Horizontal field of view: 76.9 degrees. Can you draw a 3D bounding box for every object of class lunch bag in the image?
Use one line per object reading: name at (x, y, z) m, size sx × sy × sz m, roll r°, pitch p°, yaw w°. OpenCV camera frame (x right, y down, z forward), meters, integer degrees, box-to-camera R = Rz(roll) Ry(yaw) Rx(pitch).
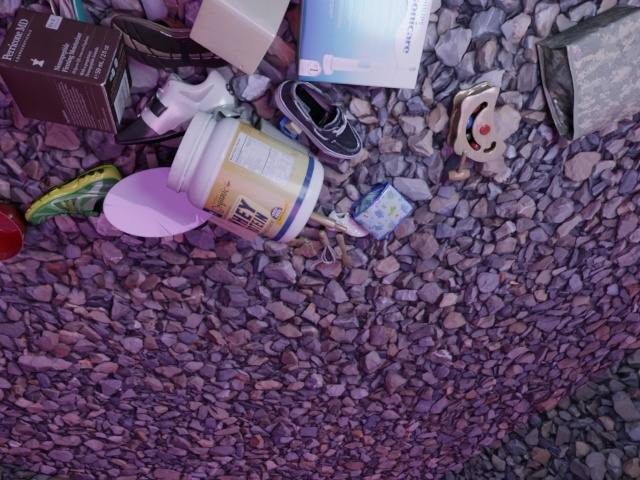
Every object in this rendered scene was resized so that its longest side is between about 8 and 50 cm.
lunch bag at (0.193, -0.098, 1.258) m, size 0.129 × 0.096 × 0.151 m, roll 38°, pitch 120°, yaw -26°
lunch bag at (0.746, -0.437, 1.080) m, size 0.235 × 0.169 × 0.287 m, roll -24°, pitch 118°, yaw 7°

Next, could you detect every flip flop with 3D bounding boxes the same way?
flip flop at (-0.340, -0.476, 0.952) m, size 0.277 × 0.080 × 0.112 m, roll -1°, pitch 149°, yaw -12°

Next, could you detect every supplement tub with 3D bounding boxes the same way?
supplement tub at (-0.176, -0.149, 0.963) m, size 0.316 × 0.228 × 0.228 m, roll 23°, pitch 116°, yaw -16°

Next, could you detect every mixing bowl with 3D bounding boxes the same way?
mixing bowl at (-0.914, -0.043, 1.133) m, size 0.181 × 0.098 × 0.181 m, roll -3°, pitch 123°, yaw -5°

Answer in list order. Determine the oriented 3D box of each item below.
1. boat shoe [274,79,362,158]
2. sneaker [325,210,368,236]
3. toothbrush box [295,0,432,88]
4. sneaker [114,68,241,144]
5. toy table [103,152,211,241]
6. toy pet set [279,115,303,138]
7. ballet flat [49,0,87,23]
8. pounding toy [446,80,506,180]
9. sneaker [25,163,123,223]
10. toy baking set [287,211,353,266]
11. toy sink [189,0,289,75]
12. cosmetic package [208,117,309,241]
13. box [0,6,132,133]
boat shoe at (0.021, -0.312, 1.059) m, size 0.301 × 0.102 × 0.108 m, roll 35°, pitch 79°, yaw -36°
sneaker at (0.092, -0.053, 1.297) m, size 0.152 × 0.054 × 0.061 m, roll 12°, pitch 117°, yaw -15°
toothbrush box at (0.095, -0.497, 0.973) m, size 0.295 × 0.126 × 0.216 m, roll 1°, pitch 121°, yaw -8°
sneaker at (-0.380, -0.338, 1.027) m, size 0.330 × 0.122 × 0.146 m, roll -17°, pitch 105°, yaw 4°
toy table at (-0.425, -0.108, 1.087) m, size 0.274 × 0.161 × 0.252 m, roll 0°, pitch 101°, yaw -24°
toy pet set at (-0.052, -0.337, 1.107) m, size 0.122 × 0.065 × 0.114 m, roll 42°, pitch 75°, yaw -34°
ballet flat at (-0.559, -0.554, 0.878) m, size 0.068 × 0.072 × 0.213 m, roll 7°, pitch 121°, yaw -7°
pounding toy at (0.455, -0.293, 1.135) m, size 0.154 × 0.155 × 0.269 m, roll -2°, pitch 122°, yaw -2°
sneaker at (-0.680, -0.104, 1.121) m, size 0.295 × 0.109 × 0.123 m, roll -23°, pitch 118°, yaw 6°
toy baking set at (0.000, -0.005, 1.298) m, size 0.256 × 0.030 × 0.197 m, roll 19°, pitch 136°, yaw 0°
toy sink at (-0.170, -0.516, 0.905) m, size 0.152 × 0.234 × 0.131 m, roll 26°, pitch 145°, yaw -23°
cosmetic package at (-0.182, -0.166, 1.152) m, size 0.160 × 0.113 × 0.309 m, roll 28°, pitch 115°, yaw -22°
box at (-0.555, -0.370, 0.902) m, size 0.203 × 0.168 × 0.167 m, roll 8°, pitch 155°, yaw -14°
